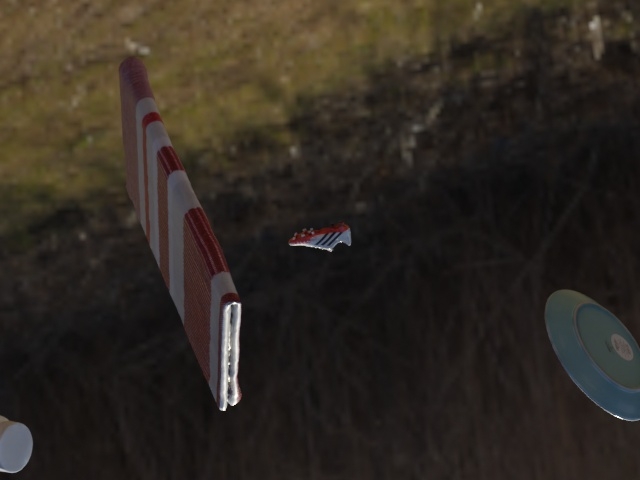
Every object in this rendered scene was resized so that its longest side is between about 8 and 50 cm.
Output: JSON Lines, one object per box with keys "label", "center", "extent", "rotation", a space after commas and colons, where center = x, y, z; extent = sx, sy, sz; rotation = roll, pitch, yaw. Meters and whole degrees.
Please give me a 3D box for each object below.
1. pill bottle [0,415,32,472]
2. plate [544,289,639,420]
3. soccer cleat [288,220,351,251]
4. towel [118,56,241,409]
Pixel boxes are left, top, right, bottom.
{"label": "pill bottle", "center": [-0.449, 0.263, 2.156], "extent": [0.137, 0.078, 0.078], "rotation": [3, 165, 33]}
{"label": "plate", "center": [0.349, 0.134, 2.019], "extent": [0.188, 0.188, 0.024], "rotation": [15, 135, -41]}
{"label": "soccer cleat", "center": [0.000, 0.000, 2.152], "extent": [0.083, 0.035, 0.029], "rotation": [-14, -161, 9]}
{"label": "towel", "center": [-0.149, -0.007, 1.780], "extent": [0.037, 0.329, 0.237], "rotation": [-17, 149, -14]}
